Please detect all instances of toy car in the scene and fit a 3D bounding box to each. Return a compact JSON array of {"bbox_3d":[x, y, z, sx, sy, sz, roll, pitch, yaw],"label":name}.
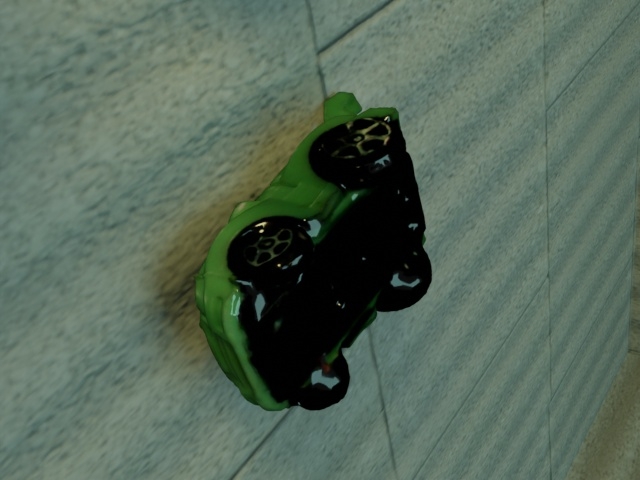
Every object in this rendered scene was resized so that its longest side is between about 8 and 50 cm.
[{"bbox_3d":[0.000,0.000,0.852,0.359,0.176,0.213,-48,137,-31],"label":"toy car"}]
